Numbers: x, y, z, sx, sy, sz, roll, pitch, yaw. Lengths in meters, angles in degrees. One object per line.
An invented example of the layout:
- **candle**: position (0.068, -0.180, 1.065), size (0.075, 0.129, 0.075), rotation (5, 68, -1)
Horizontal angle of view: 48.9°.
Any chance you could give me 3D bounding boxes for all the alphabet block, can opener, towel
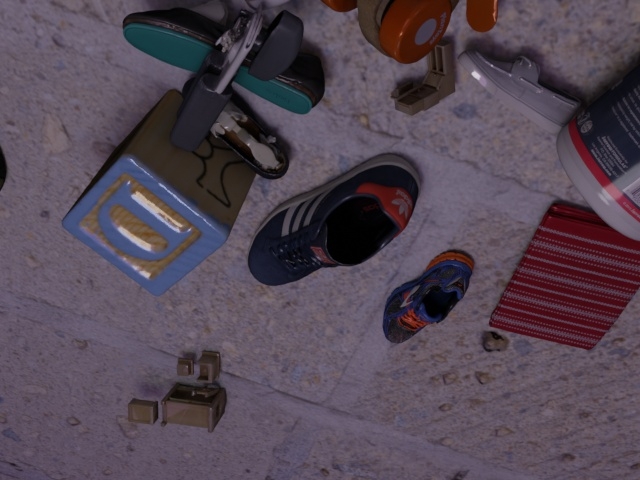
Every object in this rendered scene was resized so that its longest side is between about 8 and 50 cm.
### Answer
- **alphabet block**: position (-0.237, -0.072, 1.074), size (0.193, 0.197, 0.192), rotation (-34, 114, 32)
- **can opener**: position (-0.119, -0.194, 0.898), size (0.093, 0.074, 0.280), rotation (25, 149, -21)
- **towel**: position (0.413, 0.067, 1.151), size (0.199, 0.031, 0.274), rotation (14, 132, -1)

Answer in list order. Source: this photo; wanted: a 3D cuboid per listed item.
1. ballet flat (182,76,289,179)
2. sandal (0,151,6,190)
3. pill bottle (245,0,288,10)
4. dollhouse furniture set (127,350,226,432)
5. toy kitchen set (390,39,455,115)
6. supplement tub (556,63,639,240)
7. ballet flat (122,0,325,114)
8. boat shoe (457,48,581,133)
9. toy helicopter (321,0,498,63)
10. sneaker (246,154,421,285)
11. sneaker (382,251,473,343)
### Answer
- **ballet flat**: position (-0.120, -0.165, 1.051), size (0.074, 0.074, 0.203), rotation (-31, 117, 31)
- **sandal**: position (-0.601, -0.187, 1.120), size (0.086, 0.120, 0.302), rotation (14, 132, 20)
- **pill bottle**: position (-0.084, -0.412, 0.794), size (0.153, 0.153, 0.264), rotation (-20, 121, 26)
- **dollhouse furniture set**: position (-0.297, 0.296, 1.476), size (0.182, 0.101, 0.160), rotation (5, 105, 9)
- **toy kitchen set**: position (0.128, -0.225, 0.957), size (0.068, 0.083, 0.075), rotation (32, 145, 44)
- **supplement tub**: position (0.452, -0.144, 0.864), size (0.191, 0.191, 0.272), rotation (36, 126, -16)
- **ballet flat**: position (-0.123, -0.262, 0.963), size (0.281, 0.096, 0.095), rotation (21, 159, -15)
- **boat shoe**: position (0.268, -0.210, 0.938), size (0.184, 0.066, 0.063), rotation (31, 118, -12)
- **toy helicopter**: position (0.167, -0.359, 0.771), size (0.140, 0.235, 0.355), rotation (45, 120, 25)
- **sneaker**: position (0.000, 0.000, 1.110), size (0.131, 0.148, 0.350), rotation (41, 125, -20)
- **sneaker**: position (0.173, 0.110, 1.201), size (0.083, 0.087, 0.221), rotation (28, 129, -10)
